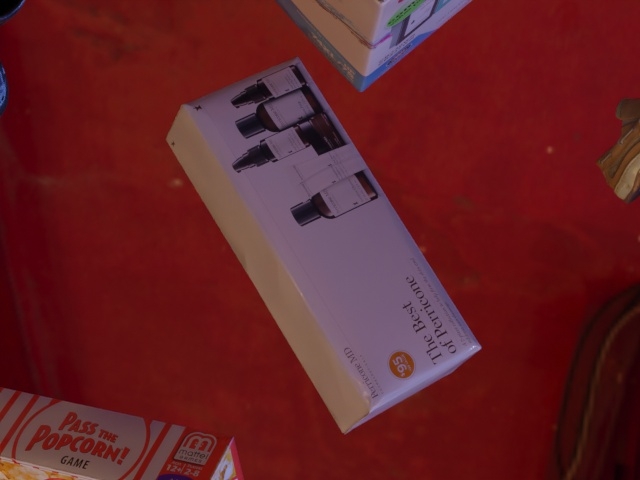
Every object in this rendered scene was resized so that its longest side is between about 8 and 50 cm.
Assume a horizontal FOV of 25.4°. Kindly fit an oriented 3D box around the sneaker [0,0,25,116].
[{"bbox_3d":[-0.161,-0.097,0.614,0.089,0.051,0.170,7,155,26],"label":"sneaker"}]

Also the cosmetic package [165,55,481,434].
[{"bbox_3d":[0.000,0.000,0.956,0.239,0.099,0.060,58,155,10],"label":"cosmetic package"}]

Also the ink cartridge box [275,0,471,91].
[{"bbox_3d":[0.051,-0.289,1.210,0.197,0.198,0.270,49,174,5],"label":"ink cartridge box"}]

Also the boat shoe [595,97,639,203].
[{"bbox_3d":[0.319,-0.114,1.385,0.072,0.068,0.190,47,143,16],"label":"boat shoe"}]

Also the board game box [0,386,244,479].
[{"bbox_3d":[-0.104,0.168,0.753,0.147,0.045,0.193,10,134,20],"label":"board game box"}]
